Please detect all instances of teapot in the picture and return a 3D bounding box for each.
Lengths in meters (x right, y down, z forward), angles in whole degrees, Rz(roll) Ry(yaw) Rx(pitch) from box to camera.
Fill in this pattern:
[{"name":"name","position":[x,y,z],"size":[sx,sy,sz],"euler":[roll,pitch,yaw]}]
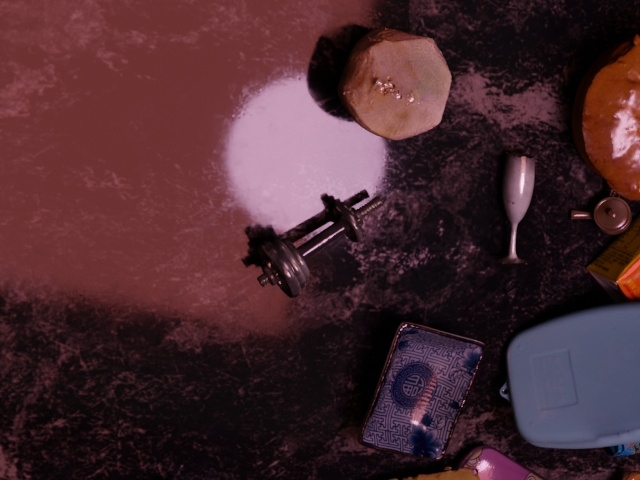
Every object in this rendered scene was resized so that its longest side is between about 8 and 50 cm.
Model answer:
[{"name":"teapot","position":[0.522,-0.054,1.875],"size":[0.110,0.080,0.085],"euler":[2,80,20]}]

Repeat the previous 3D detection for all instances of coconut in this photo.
[{"name":"coconut","position":[0.120,-0.250,1.622],"size":[0.194,0.194,0.194],"euler":[-4,105,-16]}]

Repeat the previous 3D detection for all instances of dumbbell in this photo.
[{"name":"dumbbell","position":[0.000,0.000,1.704],"size":[0.254,0.110,0.110],"euler":[-35,112,-13]}]

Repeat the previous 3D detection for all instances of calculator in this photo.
[{"name":"calculator","position":[0.507,0.240,1.813],"size":[0.386,0.256,0.054],"euler":[-16,154,24]}]

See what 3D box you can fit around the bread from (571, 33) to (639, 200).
[{"name":"bread","position":[0.591,-0.217,1.796],"size":[0.312,0.172,0.312],"euler":[-3,102,-13]}]

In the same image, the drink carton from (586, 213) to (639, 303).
[{"name":"drink carton","position":[0.690,-0.010,1.911],"size":[0.351,0.111,0.154],"euler":[-45,113,-3]}]

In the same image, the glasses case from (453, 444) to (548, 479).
[{"name":"glasses case","position":[0.388,0.505,1.966],"size":[0.316,0.076,0.123],"euler":[33,92,-22]}]

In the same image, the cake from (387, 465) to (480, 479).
[{"name":"cake","position":[0.233,0.557,1.812],"size":[0.286,0.227,0.222],"euler":[-11,119,10]}]

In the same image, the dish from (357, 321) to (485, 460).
[{"name":"dish","position":[0.172,0.266,1.834],"size":[0.182,0.080,0.243],"euler":[16,101,-20]}]

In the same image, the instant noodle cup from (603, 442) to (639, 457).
[{"name":"instant noodle cup","position":[0.609,0.301,1.913],"size":[0.178,0.240,0.240],"euler":[-15,108,-6]}]

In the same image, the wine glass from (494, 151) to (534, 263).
[{"name":"wine glass","position":[0.354,-0.059,1.818],"size":[0.066,0.066,0.198],"euler":[-1,103,-17]}]

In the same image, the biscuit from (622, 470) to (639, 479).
[{"name":"biscuit","position":[0.620,0.560,2.042],"size":[0.339,0.047,0.216],"euler":[3,103,-32]}]
